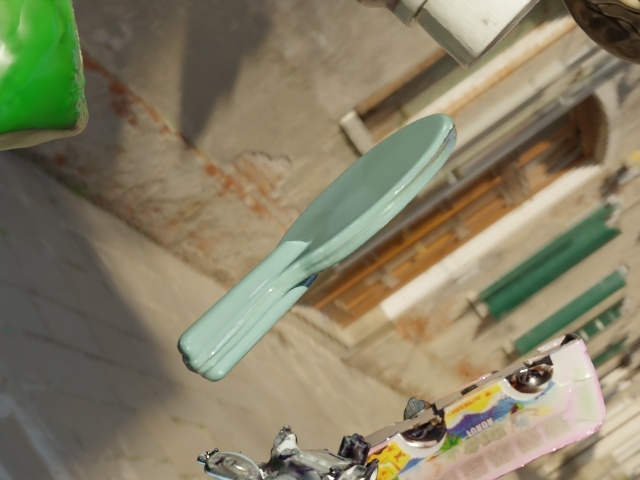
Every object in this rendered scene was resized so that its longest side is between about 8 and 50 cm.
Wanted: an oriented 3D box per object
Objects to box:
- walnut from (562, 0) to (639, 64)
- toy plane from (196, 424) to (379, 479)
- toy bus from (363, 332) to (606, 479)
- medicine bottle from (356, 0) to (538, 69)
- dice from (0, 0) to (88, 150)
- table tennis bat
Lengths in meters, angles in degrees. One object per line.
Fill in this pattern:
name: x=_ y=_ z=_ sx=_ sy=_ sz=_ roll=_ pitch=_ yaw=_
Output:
walnut: x=0.353 y=-0.307 z=1.199 sx=0.273 sy=0.227 sz=0.273 roll=21 pitch=44 yaw=-22
toy plane: x=0.008 y=0.179 z=0.869 sx=0.169 sy=0.078 sz=0.246 roll=17 pitch=6 yaw=18
toy bus: x=0.183 y=0.205 z=1.308 sx=0.112 sy=0.274 sz=0.090 roll=63 pitch=2 yaw=0
medicine bottle: x=0.052 y=-0.242 z=0.834 sx=0.247 sy=0.147 sz=0.147 roll=45 pitch=4 yaw=1
dice: x=-0.348 y=-0.211 z=0.937 sx=0.297 sy=0.300 sz=0.287 roll=-138 pitch=-137 yaw=-77
table tennis bat: x=0.000 y=0.000 z=0.763 sx=0.038 sy=0.237 sz=0.149 roll=49 pitch=-18 yaw=-13
